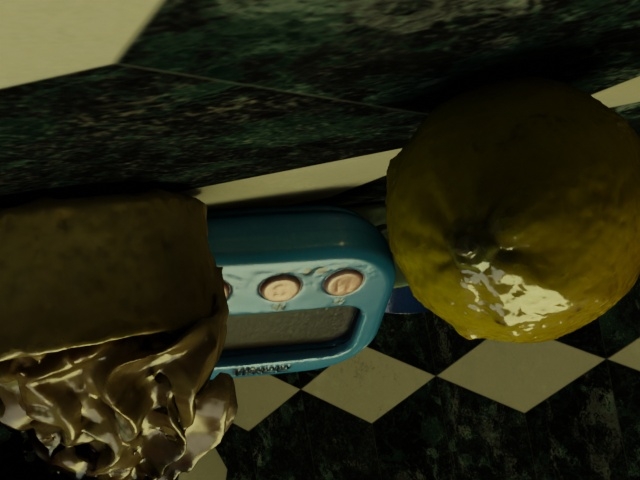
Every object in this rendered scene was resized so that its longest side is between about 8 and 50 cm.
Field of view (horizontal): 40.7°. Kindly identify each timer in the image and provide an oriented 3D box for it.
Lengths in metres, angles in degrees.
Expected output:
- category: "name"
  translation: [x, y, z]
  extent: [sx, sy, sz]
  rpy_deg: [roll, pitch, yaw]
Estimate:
- category: "timer"
  translation: [-0.079, 0.076, 1.176]
  extent: [0.340, 0.115, 0.309]
  rpy_deg: [-4, 143, -12]

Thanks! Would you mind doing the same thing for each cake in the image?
- category: "cake"
  translation: [-0.247, 0.126, 0.886]
  extent: [0.332, 0.321, 0.332]
  rpy_deg: [-11, 177, -1]

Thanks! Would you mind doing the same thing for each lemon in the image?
- category: "lemon"
  translation: [0.144, -0.022, 0.628]
  extent: [0.192, 0.192, 0.231]
  rpy_deg: [-12, -177, 30]

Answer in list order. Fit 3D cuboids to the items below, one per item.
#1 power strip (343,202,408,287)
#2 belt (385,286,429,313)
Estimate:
- category: "power strip"
  translation: [0.065, 0.016, 1.369]
  extent: [0.140, 0.139, 0.224]
  rpy_deg: [-6, 175, -31]
- category: "belt"
  translation: [0.174, 0.038, 1.640]
  extent: [0.212, 0.117, 0.347]
  rpy_deg: [13, -162, 28]
